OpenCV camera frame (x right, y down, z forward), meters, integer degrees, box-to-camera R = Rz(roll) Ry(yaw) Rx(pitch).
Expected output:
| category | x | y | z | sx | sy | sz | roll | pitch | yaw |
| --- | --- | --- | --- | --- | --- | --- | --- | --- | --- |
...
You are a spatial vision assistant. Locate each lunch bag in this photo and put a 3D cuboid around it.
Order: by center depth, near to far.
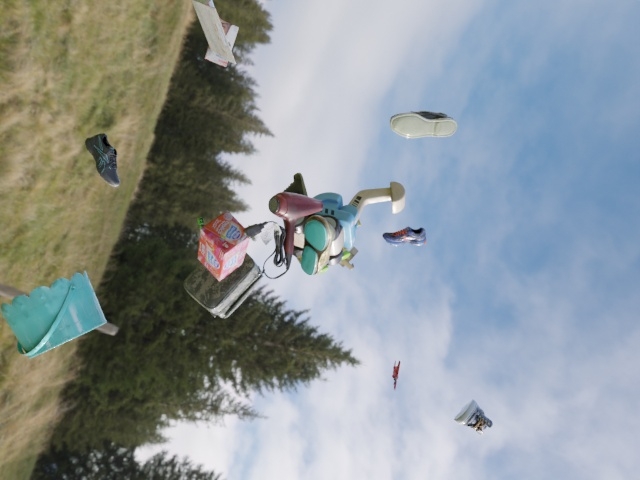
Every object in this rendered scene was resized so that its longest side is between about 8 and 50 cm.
| category | x | y | z | sx | sy | sz | roll | pitch | yaw |
| --- | --- | --- | --- | --- | --- | --- | --- | --- | --- |
| lunch bag | -0.400 | 0.182 | 2.110 | 0.305 | 0.213 | 0.256 | -48 | 161 | -14 |

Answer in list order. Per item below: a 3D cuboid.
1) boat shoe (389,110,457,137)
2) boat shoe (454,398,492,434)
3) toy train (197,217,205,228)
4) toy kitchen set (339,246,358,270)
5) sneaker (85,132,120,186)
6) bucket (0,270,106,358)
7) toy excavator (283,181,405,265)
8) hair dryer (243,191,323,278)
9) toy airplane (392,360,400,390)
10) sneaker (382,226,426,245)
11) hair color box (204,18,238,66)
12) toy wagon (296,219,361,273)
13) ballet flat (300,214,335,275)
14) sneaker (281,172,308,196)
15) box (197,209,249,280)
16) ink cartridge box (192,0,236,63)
| category | x | y | z | sx | sy | sz | roll | pitch | yaw |
| --- | --- | --- | --- | --- | --- | --- | --- | --- | --- |
| boat shoe | 0.326 | -0.381 | 1.574 | 0.068 | 0.228 | 0.081 | -106 | -158 | -54 |
| boat shoe | 0.419 | 0.484 | 1.305 | 0.065 | 0.183 | 0.083 | -47 | -113 | 12 |
| toy train | -0.454 | -0.049 | 1.858 | 0.017 | 0.024 | 0.083 | -43 | 129 | -55 |
| toy kitchen set | 0.144 | 0.090 | 2.291 | 0.083 | 0.068 | 0.075 | -46 | 180 | 45 |
| sneaker | -1.035 | -0.391 | 2.340 | 0.106 | 0.267 | 0.101 | -25 | -173 | 6 |
| bucket | -0.828 | 0.233 | 1.515 | 0.183 | 0.281 | 0.281 | 64 | -25 | -2 |
| toy excavator | 0.108 | -0.120 | 2.099 | 0.222 | 0.433 | 0.445 | 79 | 33 | -51 |
| hair dryer | -0.105 | -0.044 | 1.497 | 0.293 | 0.223 | 0.080 | -43 | -135 | -21 |
| toy airplane | 0.340 | 0.597 | 2.188 | 0.151 | 0.028 | 0.151 | 10 | 90 | -81 |
| sneaker | 0.408 | -0.030 | 2.347 | 0.083 | 0.222 | 0.087 | -105 | -164 | -58 |
| hair color box | -0.410 | -0.818 | 2.003 | 0.167 | 0.093 | 0.053 | -69 | -160 | 12 |
| toy wagon | 0.028 | -0.021 | 2.222 | 0.345 | 0.267 | 0.068 | -32 | 163 | -4 |
| ballet flat | 0.000 | 0.000 | 1.750 | 0.348 | 0.123 | 0.123 | 104 | -8 | -54 |
| sneaker | -0.129 | -0.237 | 2.200 | 0.222 | 0.118 | 0.083 | -108 | -173 | -54 |
| box | -0.348 | 0.024 | 1.726 | 0.123 | 0.128 | 0.257 | -40 | 171 | -29 |
| ink cartridge box | -0.263 | -0.551 | 1.255 | 0.045 | 0.145 | 0.179 | -33 | -138 | -16 |
